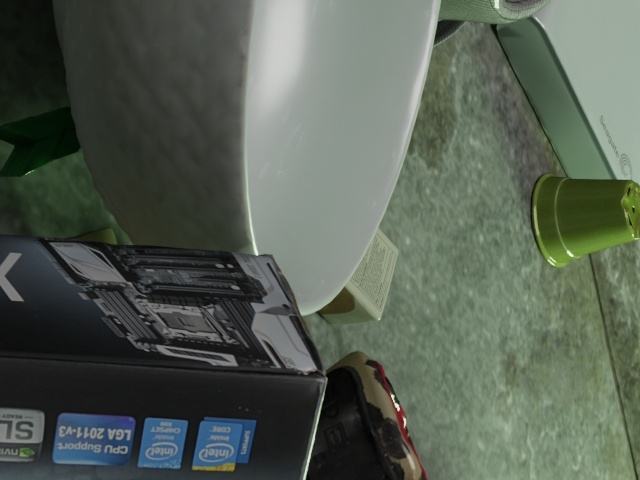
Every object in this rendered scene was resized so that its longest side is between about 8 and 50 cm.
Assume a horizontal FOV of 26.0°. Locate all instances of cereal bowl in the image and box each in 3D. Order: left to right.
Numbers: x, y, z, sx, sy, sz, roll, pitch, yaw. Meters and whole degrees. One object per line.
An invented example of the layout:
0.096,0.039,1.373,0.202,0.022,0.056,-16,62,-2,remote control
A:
-0.038,-0.138,0.717,0.339,0.141,0.339,12,90,-73,cereal bowl

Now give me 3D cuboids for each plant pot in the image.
0.236,-0.022,1.195,0.083,0.079,0.083,15,72,-54,plant pot

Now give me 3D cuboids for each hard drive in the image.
0.276,-0.222,1.319,0.233,0.047,0.353,57,43,-31,hard drive

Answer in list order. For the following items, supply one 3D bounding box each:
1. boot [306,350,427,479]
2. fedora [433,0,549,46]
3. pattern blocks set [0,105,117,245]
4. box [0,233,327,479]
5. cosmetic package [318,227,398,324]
-0.102,0.116,0.498,0.138,0.284,0.377,-110,175,-62,boot
0.118,-0.263,0.969,0.244,0.124,0.275,6,99,-56,fedora
-0.135,0.097,0.691,0.285,0.026,0.324,-11,92,-55,pattern blocks set
-0.173,0.113,0.363,0.307,0.076,0.242,5,113,-16,box
0.000,0.000,0.889,0.115,0.041,0.060,48,48,-39,cosmetic package
